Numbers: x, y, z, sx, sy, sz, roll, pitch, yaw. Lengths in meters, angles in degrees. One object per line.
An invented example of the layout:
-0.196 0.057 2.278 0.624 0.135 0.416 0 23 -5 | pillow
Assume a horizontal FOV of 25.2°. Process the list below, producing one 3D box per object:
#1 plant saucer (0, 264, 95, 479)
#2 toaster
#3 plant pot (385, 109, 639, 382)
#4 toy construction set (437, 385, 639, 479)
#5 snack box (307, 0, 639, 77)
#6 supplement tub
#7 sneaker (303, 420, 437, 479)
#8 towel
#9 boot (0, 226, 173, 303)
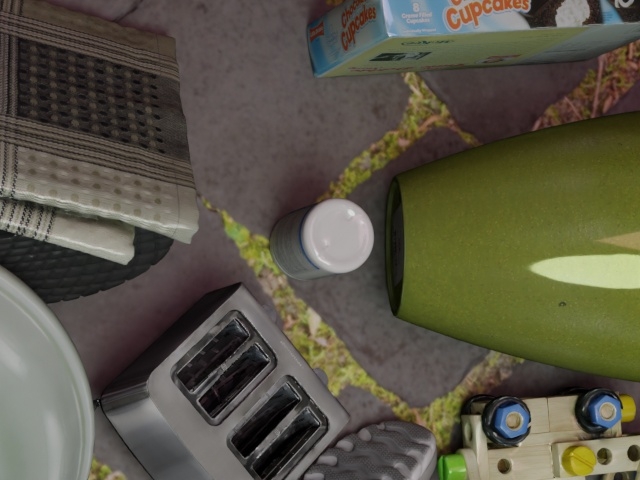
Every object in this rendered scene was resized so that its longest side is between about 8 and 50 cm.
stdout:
-0.366 0.185 1.098 0.400 0.100 0.401 -8 117 -16 | plant saucer
-0.090 0.150 1.275 0.168 0.110 0.185 52 56 -8 | toaster
0.215 0.007 1.366 0.293 0.275 0.275 -1 85 -5 | plant pot
0.236 0.253 1.398 0.327 0.151 0.215 -2 85 -32 | toy construction set
0.169 -0.211 1.388 0.322 0.187 0.060 -6 87 -22 | snack box
0.000 0.000 1.345 0.071 0.107 0.071 2 84 -21 | supplement tub
0.022 0.294 1.348 0.281 0.105 0.115 -52 135 -20 | sneaker
-0.262 -0.114 1.198 0.324 0.312 0.056 13 124 -19 | towel
-0.300 -0.064 1.214 0.338 0.118 0.223 -1 55 -33 | boot
